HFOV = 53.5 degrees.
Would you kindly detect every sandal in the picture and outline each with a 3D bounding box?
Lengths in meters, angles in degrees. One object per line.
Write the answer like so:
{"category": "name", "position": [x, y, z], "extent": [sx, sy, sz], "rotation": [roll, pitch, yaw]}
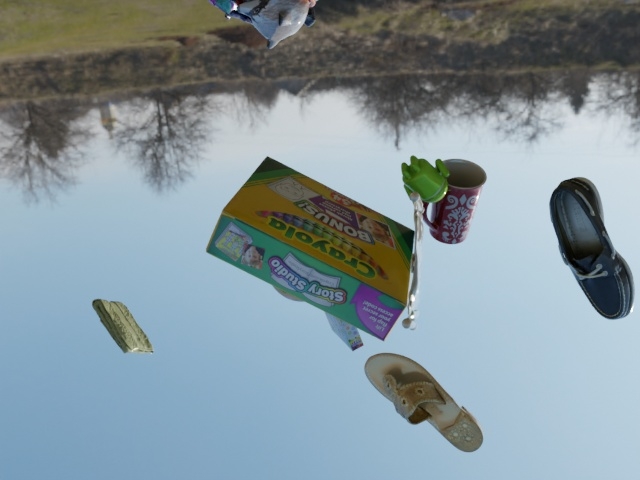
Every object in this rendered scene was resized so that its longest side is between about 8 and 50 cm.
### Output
{"category": "sandal", "position": [0.175, 0.280, 1.083], "extent": [0.240, 0.088, 0.079], "rotation": [37, -167, 8]}

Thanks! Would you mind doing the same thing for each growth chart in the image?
{"category": "growth chart", "position": [0.157, 0.036, 1.049], "extent": [0.021, 0.237, 0.172], "rotation": [2, 166, 12]}

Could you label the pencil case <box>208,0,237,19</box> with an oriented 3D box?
{"category": "pencil case", "position": [-0.154, -0.505, 1.219], "extent": [0.064, 0.152, 0.070], "rotation": [45, -161, 11]}

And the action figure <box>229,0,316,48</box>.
{"category": "action figure", "position": [-0.101, -0.435, 0.872], "extent": [0.178, 0.330, 0.341], "rotation": [-15, 176, 42]}

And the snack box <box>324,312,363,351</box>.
{"category": "snack box", "position": [0.051, 0.205, 1.598], "extent": [0.037, 0.100, 0.141], "rotation": [-29, -157, -12]}

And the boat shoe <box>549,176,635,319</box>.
{"category": "boat shoe", "position": [0.530, 0.025, 1.262], "extent": [0.114, 0.303, 0.091], "rotation": [-25, 177, 44]}

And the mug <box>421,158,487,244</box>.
{"category": "mug", "position": [0.282, -0.082, 1.426], "extent": [0.150, 0.169, 0.113], "rotation": [-4, -138, -6]}

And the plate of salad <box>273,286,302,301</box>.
{"category": "plate of salad", "position": [-0.054, 0.061, 1.662], "extent": [0.199, 0.200, 0.048], "rotation": [-1, -179, 16]}

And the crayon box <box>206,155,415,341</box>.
{"category": "crayon box", "position": [0.000, 0.000, 1.246], "extent": [0.363, 0.106, 0.313], "rotation": [26, -154, -2]}

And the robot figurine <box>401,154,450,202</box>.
{"category": "robot figurine", "position": [0.215, -0.123, 1.308], "extent": [0.101, 0.115, 0.067], "rotation": [-39, -152, 27]}

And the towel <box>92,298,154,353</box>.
{"category": "towel", "position": [-0.425, 0.186, 1.375], "extent": [0.027, 0.148, 0.110], "rotation": [-42, 162, 6]}
